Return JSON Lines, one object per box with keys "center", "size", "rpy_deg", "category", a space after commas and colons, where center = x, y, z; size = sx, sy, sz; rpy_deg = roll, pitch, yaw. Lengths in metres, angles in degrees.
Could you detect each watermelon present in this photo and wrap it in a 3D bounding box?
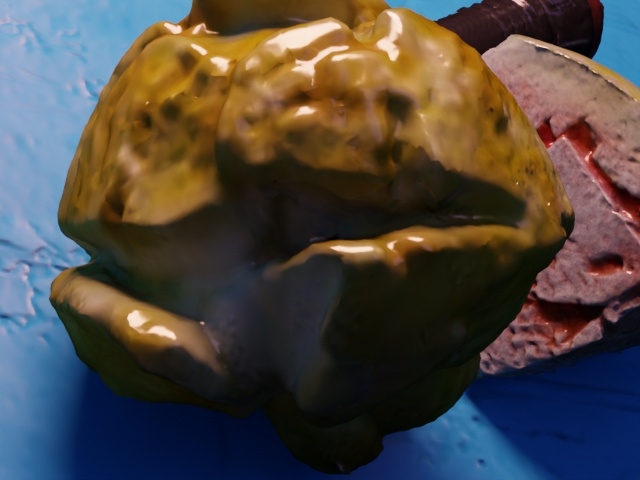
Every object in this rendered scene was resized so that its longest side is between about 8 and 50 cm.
{"center": [0.154, 0.005, 1.022], "size": [0.213, 0.201, 0.261], "rpy_deg": [54, 1, 17], "category": "watermelon"}

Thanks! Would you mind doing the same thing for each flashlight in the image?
{"center": [0.106, -0.133, 1.129], "size": [0.232, 0.093, 0.093], "rpy_deg": [-25, 72, -39], "category": "flashlight"}

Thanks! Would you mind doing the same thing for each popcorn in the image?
{"center": [0.005, -0.003, 0.820], "size": [0.276, 0.276, 0.225], "rpy_deg": [22, 76, -18], "category": "popcorn"}
